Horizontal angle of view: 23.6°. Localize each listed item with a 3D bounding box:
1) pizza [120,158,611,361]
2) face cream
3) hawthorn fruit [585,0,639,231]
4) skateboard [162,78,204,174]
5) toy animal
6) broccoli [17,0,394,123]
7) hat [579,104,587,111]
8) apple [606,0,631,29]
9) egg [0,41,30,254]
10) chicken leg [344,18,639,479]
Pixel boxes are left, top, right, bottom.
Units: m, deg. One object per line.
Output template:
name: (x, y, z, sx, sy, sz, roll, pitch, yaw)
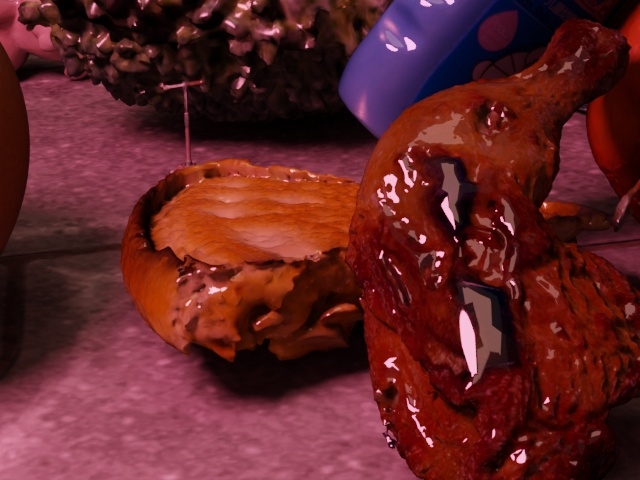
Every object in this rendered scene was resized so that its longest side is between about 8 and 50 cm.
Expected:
pizza: (0.000, 0.000, 0.940, 0.288, 0.074, 0.251, -6, 19, -26)
face cream: (0.130, -0.159, 0.916, 0.083, 0.264, 0.149, 50, 16, 31)
hawthorn fruit: (0.254, -0.081, 0.932, 0.211, 0.211, 0.299, 16, 34, 39)
skateboard: (-0.093, -0.072, 1.115, 0.032, 0.083, 0.064, -10, 24, -17)
toy animal: (-0.317, -0.196, 1.446, 0.213, 0.124, 0.124, -8, 21, 13)
broccoli: (-0.047, -0.235, 1.222, 0.293, 0.280, 0.348, -4, -2, 36)
hat: (0.218, -0.176, 1.267, 0.078, 0.138, 0.191, 13, 2, -34)
apple: (0.220, -0.300, 1.099, 0.317, 0.288, 0.288, -34, 30, -10)
egg: (-0.292, -0.053, 0.878, 0.250, 0.250, 0.322, -1, 16, 6)
chicken leg: (0.104, -0.001, 0.781, 0.177, 0.083, 0.322, -1, 51, -8)
